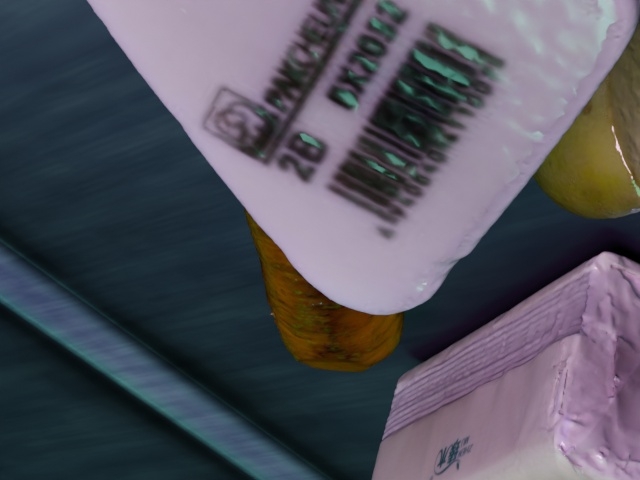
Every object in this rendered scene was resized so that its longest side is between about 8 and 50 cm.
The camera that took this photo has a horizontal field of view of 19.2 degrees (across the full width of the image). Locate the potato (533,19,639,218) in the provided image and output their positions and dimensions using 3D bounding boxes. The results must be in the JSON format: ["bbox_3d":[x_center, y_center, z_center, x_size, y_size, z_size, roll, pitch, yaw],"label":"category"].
[{"bbox_3d":[0.154,-0.073,1.226,0.081,0.120,0.149,28,151,-24],"label":"potato"}]

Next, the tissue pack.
[{"bbox_3d":[0.244,0.189,1.582,0.297,0.207,0.380,22,153,-13],"label":"tissue pack"}]

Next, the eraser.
[{"bbox_3d":[0.038,-0.105,1.129,0.331,0.150,0.331,13,138,12],"label":"eraser"}]

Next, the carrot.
[{"bbox_3d":[0.000,0.000,1.475,0.114,0.114,0.302,9,149,15],"label":"carrot"}]
